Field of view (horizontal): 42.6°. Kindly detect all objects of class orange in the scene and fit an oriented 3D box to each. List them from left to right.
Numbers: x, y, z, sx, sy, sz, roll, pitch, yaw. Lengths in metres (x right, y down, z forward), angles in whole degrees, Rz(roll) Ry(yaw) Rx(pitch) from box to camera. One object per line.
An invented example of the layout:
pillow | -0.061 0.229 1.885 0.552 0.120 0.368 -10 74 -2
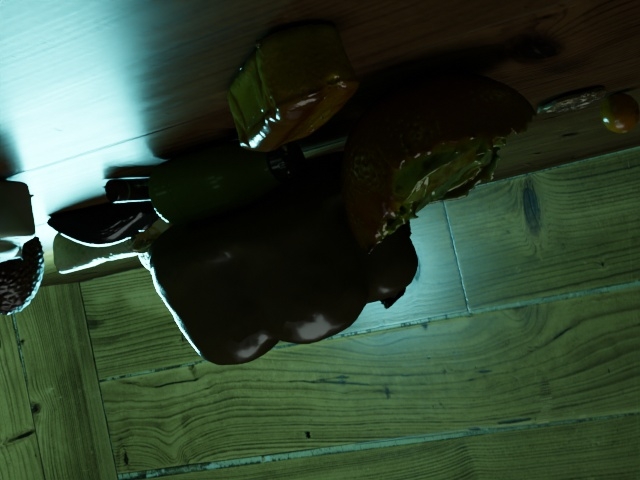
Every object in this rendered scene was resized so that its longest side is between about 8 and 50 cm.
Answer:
orange | 0.156 -0.125 1.188 0.263 0.196 0.334 -18 158 -15
orange | 0.619 -0.263 1.693 0.083 0.083 0.070 -10 -172 -41

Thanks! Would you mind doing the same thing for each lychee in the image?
lychee | -0.664 0.055 1.682 0.194 0.194 0.194 -12 177 -1

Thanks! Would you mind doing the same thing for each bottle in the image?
bottle | -0.148 -0.103 1.321 0.260 0.112 0.112 -13 177 27

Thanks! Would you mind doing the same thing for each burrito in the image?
burrito | -0.489 -0.006 1.945 0.299 0.105 0.143 -14 -174 23

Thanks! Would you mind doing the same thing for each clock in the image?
clock | -0.621 -0.009 1.262 0.309 0.114 0.284 -8 177 -36

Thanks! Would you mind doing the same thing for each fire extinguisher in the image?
fire extinguisher | -0.318 -0.094 1.494 0.064 0.043 0.158 23 -162 34

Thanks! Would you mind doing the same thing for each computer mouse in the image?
computer mouse | -0.448 -0.036 1.761 0.264 0.088 0.147 -15 179 7

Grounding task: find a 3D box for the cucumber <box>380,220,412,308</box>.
cucumber | 0.162 -0.019 1.865 0.096 0.359 0.096 1 156 0

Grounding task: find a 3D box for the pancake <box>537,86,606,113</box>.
pancake | 0.491 -0.271 1.606 0.140 0.022 0.139 -12 178 0

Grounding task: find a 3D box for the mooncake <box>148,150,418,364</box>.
mooncake | -0.072 0.032 1.462 0.467 0.262 0.467 -21 -167 5

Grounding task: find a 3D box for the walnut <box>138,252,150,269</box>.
walnut | -0.385 0.011 2.145 0.207 0.167 0.167 -12 178 42

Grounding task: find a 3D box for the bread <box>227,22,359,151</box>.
bread | -0.035 -0.159 0.909 0.102 0.094 0.245 -17 179 -19
